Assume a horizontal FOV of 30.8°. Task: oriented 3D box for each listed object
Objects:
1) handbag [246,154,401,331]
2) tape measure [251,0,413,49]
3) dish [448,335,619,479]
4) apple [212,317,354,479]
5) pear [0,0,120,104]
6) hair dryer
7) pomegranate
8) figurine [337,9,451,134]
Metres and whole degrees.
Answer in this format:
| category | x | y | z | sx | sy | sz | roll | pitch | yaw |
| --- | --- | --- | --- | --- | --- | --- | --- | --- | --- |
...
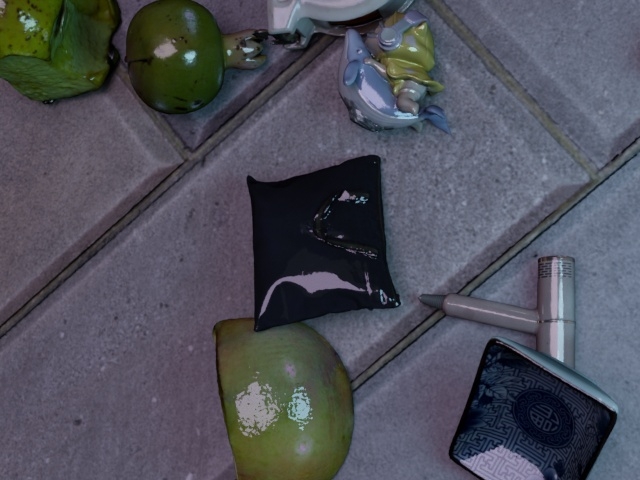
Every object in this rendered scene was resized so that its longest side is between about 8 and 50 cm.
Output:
| category | x | y | z | sx | sy | sz | roll | pitch | yaw |
| --- | --- | --- | --- | --- | --- | --- | --- | --- | --- |
| handbag | 0.000 | 0.000 | 1.668 | 0.211 | 0.088 | 0.254 | -9 | 63 | 8 |
| tape measure | 0.030 | -0.429 | 1.733 | 0.265 | 0.130 | 0.258 | -3 | 81 | 13 |
| dish | 0.282 | 0.233 | 1.497 | 0.182 | 0.080 | 0.243 | 31 | 134 | 21 |
| apple | -0.053 | 0.225 | 1.642 | 0.193 | 0.120 | 0.265 | -11 | 79 | 5 |
| pear | -0.444 | -0.371 | 1.816 | 0.164 | 0.255 | 0.238 | -5 | 73 | 20 |
| hair dryer | 0.238 | 0.122 | 1.591 | 0.220 | 0.054 | 0.195 | -2 | 79 | 19 |
| pomegranate | -0.201 | -0.294 | 1.768 | 0.210 | 0.179 | 0.179 | -36 | 69 | -12 |
| figurine | 0.112 | -0.235 | 1.670 | 0.208 | 0.128 | 0.184 | 41 | 92 | 13 |
